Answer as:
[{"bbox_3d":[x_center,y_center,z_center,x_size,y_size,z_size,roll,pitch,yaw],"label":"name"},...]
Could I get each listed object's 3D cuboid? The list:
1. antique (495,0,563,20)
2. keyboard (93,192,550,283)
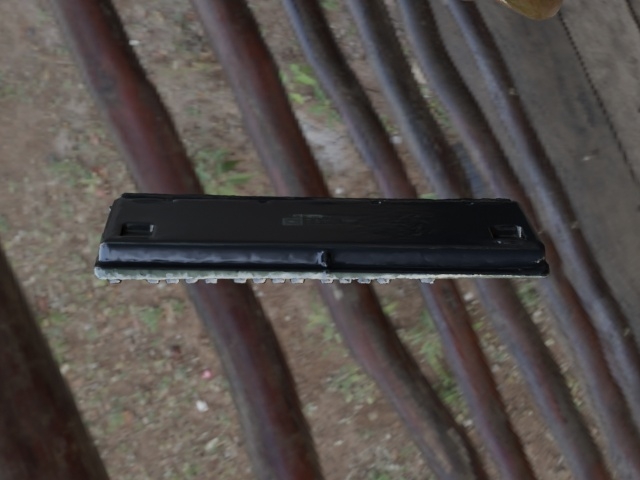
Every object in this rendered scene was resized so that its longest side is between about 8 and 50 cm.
[{"bbox_3d":[0.106,-0.245,0.844,0.143,0.256,0.121,45,116,33],"label":"antique"},{"bbox_3d":[0.000,0.000,0.616,0.230,0.094,0.025,1,114,-2],"label":"keyboard"}]
